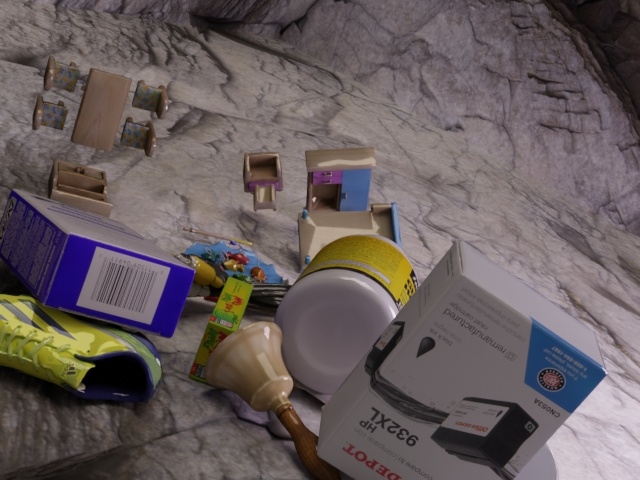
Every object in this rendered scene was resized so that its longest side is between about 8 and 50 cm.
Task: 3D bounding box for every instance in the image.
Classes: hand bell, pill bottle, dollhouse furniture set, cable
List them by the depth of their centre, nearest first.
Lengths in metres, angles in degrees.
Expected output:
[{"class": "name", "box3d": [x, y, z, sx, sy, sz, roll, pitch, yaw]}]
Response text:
[{"class": "hand bell", "box3d": [-0.042, 0.234, 1.514, 0.126, 0.126, 0.242, 1, 39, -45]}, {"class": "pill bottle", "box3d": [0.053, 0.097, 1.758, 0.188, 0.188, 0.334, 23, 18, 5]}, {"class": "cable", "box3d": [-0.159, 0.087, 1.808, 0.287, 0.139, 0.072, 25, 48, -37]}, {"class": "dollhouse furniture set", "box3d": [-0.400, -0.175, 2.003, 0.212, 0.242, 0.161, 13, 21, -19]}, {"class": "dollhouse furniture set", "box3d": [0.000, 0.000, 2.217, 0.286, 0.198, 0.303, -3, 55, -4]}]

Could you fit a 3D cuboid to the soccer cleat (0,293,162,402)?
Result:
[{"class": "soccer cleat", "box3d": [-0.339, 0.141, 1.440, 0.289, 0.093, 0.121, 14, 21, -19]}]

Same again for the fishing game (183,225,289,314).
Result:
[{"class": "fishing game", "box3d": [-0.144, 0.044, 1.982, 0.189, 0.041, 0.264, 15, 22, -18]}]

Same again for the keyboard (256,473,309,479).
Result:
[{"class": "keyboard", "box3d": [-0.006, 0.330, 1.314, 0.072, 0.014, 0.256, 14, 9, -22]}]

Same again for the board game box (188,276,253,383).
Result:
[{"class": "board game box", "box3d": [-0.144, 0.130, 1.668, 0.043, 0.092, 0.181, 21, 19, -3]}]

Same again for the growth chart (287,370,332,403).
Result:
[{"class": "growth chart", "box3d": [0.047, 0.232, 1.697, 0.237, 0.021, 0.172, 32, 21, 30]}]

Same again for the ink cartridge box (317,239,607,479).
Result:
[{"class": "ink cartridge box", "box3d": [0.172, 0.192, 1.435, 0.223, 0.307, 0.129, 34, 19, -8]}]

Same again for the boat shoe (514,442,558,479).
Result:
[{"class": "boat shoe", "box3d": [0.229, 0.273, 1.662, 0.301, 0.108, 0.102, 35, -4, 31]}]

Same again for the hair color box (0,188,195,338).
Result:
[{"class": "hair color box", "box3d": [-0.328, 0.027, 1.596, 0.185, 0.110, 0.339, 19, 4, -29]}]
